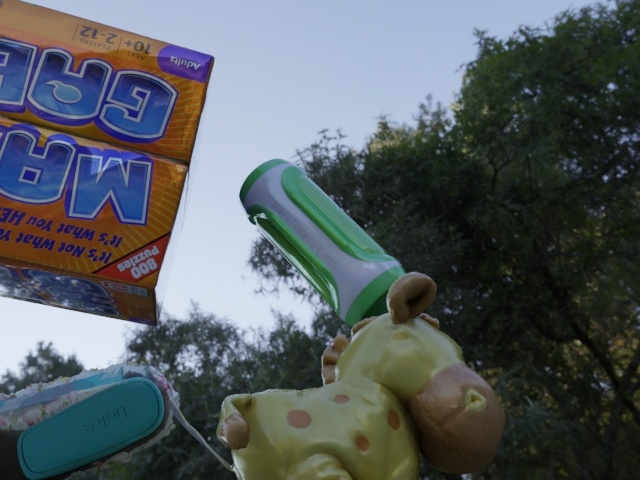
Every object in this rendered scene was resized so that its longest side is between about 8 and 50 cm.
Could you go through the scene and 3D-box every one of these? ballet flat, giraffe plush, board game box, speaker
[{"bbox_3d":[-0.224,0.151,0.429,0.241,0.091,0.077,-10,-8,-17],"label":"ballet flat"},{"bbox_3d":[0.038,0.124,0.372,0.170,0.210,0.181,-38,-11,-27],"label":"giraffe plush"},{"bbox_3d":[-0.391,-0.095,0.917,0.357,0.356,0.356,13,-19,-11],"label":"board game box"},{"bbox_3d":[0.000,0.000,0.917,0.131,0.296,0.131,-35,-26,-20],"label":"speaker"}]
